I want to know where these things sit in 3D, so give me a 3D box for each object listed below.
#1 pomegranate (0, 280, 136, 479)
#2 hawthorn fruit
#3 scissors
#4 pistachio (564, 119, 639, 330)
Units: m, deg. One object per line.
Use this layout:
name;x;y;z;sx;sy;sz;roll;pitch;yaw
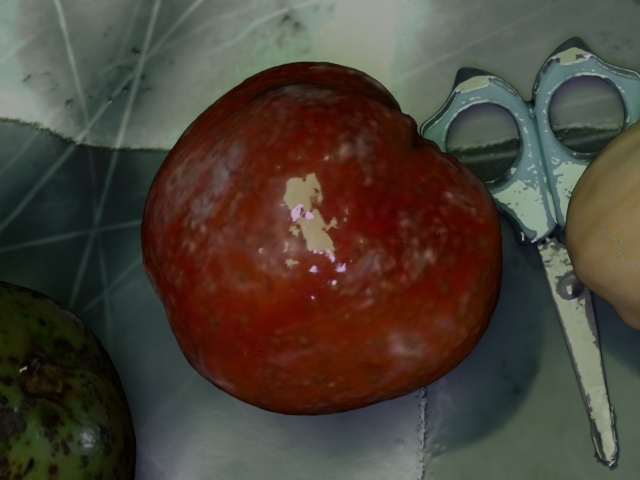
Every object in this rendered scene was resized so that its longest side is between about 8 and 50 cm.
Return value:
pomegranate;-0.309;0.195;1.416;0.340;0.285;0.285;-45;65;30
hawthorn fruit;0.000;0.000;1.387;0.284;0.284;0.284;-4;72;13
scissors;0.198;0.009;1.446;0.191;0.029;0.360;-13;70;8
pistachio;0.326;-0.041;1.346;0.299;0.187;0.187;-31;69;-1
